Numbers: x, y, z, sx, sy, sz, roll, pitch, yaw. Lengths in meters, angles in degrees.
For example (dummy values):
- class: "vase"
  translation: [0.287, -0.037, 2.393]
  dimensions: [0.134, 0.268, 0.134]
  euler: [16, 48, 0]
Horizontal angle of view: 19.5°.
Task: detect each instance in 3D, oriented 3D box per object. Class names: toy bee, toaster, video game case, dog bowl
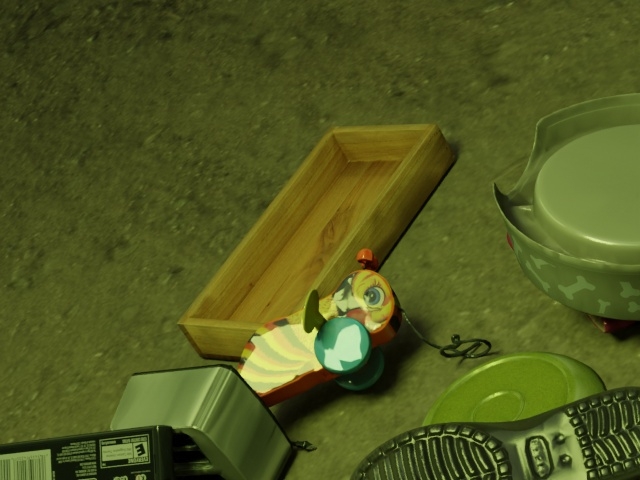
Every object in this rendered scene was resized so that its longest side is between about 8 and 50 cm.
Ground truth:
- class: "toy bee"
  translation: [0.038, 0.102, 2.292]
  dimensions: [0.298, 0.195, 0.162]
  euler: [-7, 66, -11]
- class: "toaster"
  translation: [-0.136, 0.239, 2.242]
  dimensions: [0.186, 0.168, 0.110]
  euler: [-8, 41, 35]
- class: "video game case"
  translation: [-0.284, 0.354, 2.187]
  dimensions: [0.275, 0.035, 0.248]
  euler: [-10, 78, 31]
- class: "dog bowl"
  translation: [0.376, -0.038, 2.160]
  dimensions: [0.349, 0.102, 0.349]
  euler: [-5, 36, 4]

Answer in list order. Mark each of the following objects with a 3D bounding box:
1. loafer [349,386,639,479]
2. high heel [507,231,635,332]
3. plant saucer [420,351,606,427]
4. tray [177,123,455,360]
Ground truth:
- class: "loafer"
  translation: [0.207, 0.262, 1.949]
  dimensions: [0.366, 0.130, 0.134]
  euler: [-13, 57, 16]
- class: "high heel"
  translation: [0.293, 0.044, 2.226]
  dimensions: [0.117, 0.082, 0.244]
  euler: [-37, 43, -29]
- class: "plant saucer"
  translation: [0.207, 0.205, 2.111]
  dimensions: [0.241, 0.037, 0.241]
  euler: [-22, 33, 15]
- class: "tray"
  translation: [0.000, 0.000, 2.556]
  dimensions: [0.203, 0.076, 0.411]
  euler: [1, 43, 43]
